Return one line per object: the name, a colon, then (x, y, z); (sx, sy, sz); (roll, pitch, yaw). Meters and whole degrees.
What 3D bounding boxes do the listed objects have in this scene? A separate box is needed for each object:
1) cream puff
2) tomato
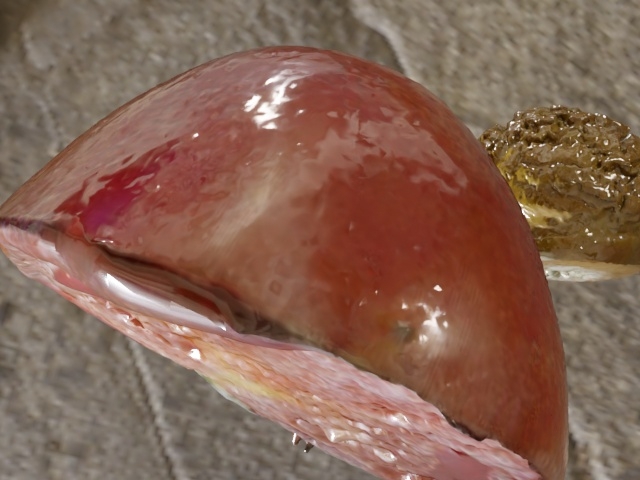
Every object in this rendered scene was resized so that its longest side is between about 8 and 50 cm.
cream puff: (0.161, -0.032, 1.228); (0.165, 0.150, 0.115); (154, 122, -74)
tomato: (0.001, -0.004, 0.872); (0.309, 0.309, 0.170); (13, 73, 37)
